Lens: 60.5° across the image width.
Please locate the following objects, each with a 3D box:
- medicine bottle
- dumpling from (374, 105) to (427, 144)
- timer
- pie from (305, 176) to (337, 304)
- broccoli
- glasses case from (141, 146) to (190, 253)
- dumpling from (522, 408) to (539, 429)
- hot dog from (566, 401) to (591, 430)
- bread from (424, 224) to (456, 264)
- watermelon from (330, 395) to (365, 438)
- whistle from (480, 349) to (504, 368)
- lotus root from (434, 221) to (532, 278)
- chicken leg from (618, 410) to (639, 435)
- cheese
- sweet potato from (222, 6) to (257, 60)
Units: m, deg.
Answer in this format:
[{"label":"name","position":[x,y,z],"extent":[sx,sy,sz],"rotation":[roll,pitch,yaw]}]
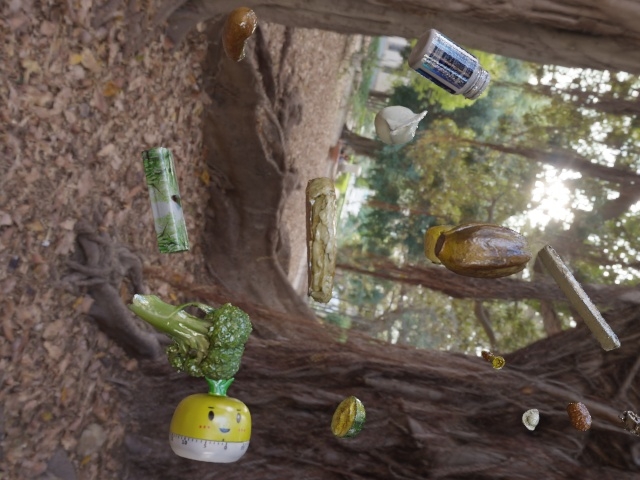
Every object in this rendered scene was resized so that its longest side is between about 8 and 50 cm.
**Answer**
[{"label":"medicine bottle","position":[0.321,-0.429,1.358],"extent":[0.107,0.192,0.107],"rotation":[-54,-161,28]},{"label":"dumpling","position":[0.259,-0.374,1.759],"extent":[0.216,0.167,0.126],"rotation":[84,-13,-73]},{"label":"timer","position":[-0.350,0.566,1.797],"extent":[0.285,0.286,0.284],"rotation":[13,90,-88]},{"label":"pie","position":[0.000,0.000,1.376],"extent":[0.339,0.083,0.339],"rotation":[0,90,-90]},{"label":"broccoli","position":[-0.332,0.250,1.485],"extent":[0.186,0.302,0.253],"rotation":[-50,154,-48]},{"label":"glasses case","position":[-0.401,-0.102,1.444],"extent":[0.095,0.062,0.271],"rotation":[2,76,-81]},{"label":"dumpling","position":[0.806,0.683,2.105],"extent":[0.043,0.060,0.077],"rotation":[-74,171,-62]},{"label":"hot dog","position":[0.758,0.516,1.612],"extent":[0.035,0.058,0.083],"rotation":[2,67,-56]},{"label":"bread","position":[0.547,0.015,2.375],"extent":[0.197,0.197,0.170],"rotation":[-61,157,-81]},{"label":"watermelon","position":[0.076,0.442,1.355],"extent":[0.105,0.062,0.105],"rotation":[-51,-161,26]},{"label":"whistle","position":[0.607,0.416,1.931],"extent":[0.109,0.057,0.046],"rotation":[-147,-104,-78]},{"label":"lotus root","position":[0.498,0.022,1.707],"extent":[0.193,0.291,0.193],"rotation":[180,-90,-84]},{"label":"chicken leg","position":[0.715,0.406,1.157],"extent":[0.125,0.196,0.080],"rotation":[56,-50,36]},{"label":"cheese","position":[0.871,0.191,1.861],"extent":[0.400,0.034,0.085],"rotation":[59,-10,15]},{"label":"sweet potato","position":[-0.273,-0.650,1.769],"extent":[0.292,0.098,0.097],"rotation":[147,-40,-67]}]
